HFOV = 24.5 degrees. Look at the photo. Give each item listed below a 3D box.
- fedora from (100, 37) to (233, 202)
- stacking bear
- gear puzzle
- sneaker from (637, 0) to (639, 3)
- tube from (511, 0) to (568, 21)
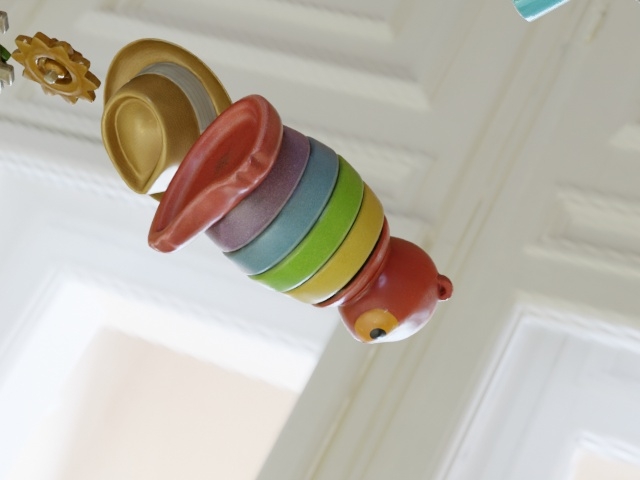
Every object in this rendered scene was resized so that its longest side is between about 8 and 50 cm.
[{"bbox_3d":[-0.175,-0.113,1.558,0.194,0.079,0.194,16,122,27],"label":"fedora"},{"bbox_3d":[0.000,0.000,1.476,0.289,0.164,0.175,37,124,-22],"label":"stacking bear"},{"bbox_3d":[-0.341,-0.218,1.317,0.339,0.044,0.175,26,151,7],"label":"gear puzzle"},{"bbox_3d":[0.219,-0.202,1.015,0.072,0.178,0.077,-28,133,17],"label":"sneaker"},{"bbox_3d":[0.270,-0.274,1.365,0.207,0.080,0.052,-28,146,25],"label":"tube"}]
